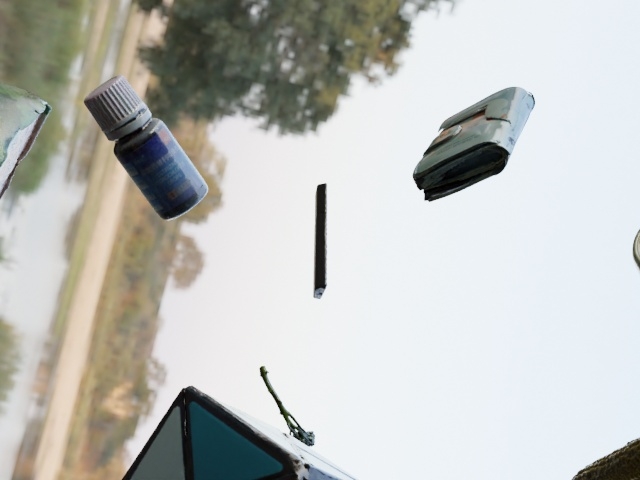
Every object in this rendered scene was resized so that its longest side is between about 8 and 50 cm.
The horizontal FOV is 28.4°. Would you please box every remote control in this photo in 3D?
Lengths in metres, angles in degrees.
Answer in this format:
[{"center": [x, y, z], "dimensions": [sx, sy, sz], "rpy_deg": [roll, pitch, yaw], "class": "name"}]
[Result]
[{"center": [0.000, 0.000, 2.560], "dimensions": [0.063, 0.025, 0.245], "rpy_deg": [103, -11, -61], "class": "remote control"}]

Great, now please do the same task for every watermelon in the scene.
[{"center": [-0.589, -0.117, 2.070], "dimensions": [0.222, 0.319, 0.292], "rpy_deg": [34, -78, 49], "class": "watermelon"}]

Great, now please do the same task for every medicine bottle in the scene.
[{"center": [-0.241, -0.128, 1.738], "dimensions": [0.083, 0.203, 0.083], "rpy_deg": [-32, -163, 11], "class": "medicine bottle"}]

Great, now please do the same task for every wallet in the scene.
[{"center": [0.259, -0.161, 2.110], "dimensions": [0.176, 0.075, 0.250], "rpy_deg": [-24, -163, 29], "class": "wallet"}]

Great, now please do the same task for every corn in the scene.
[{"center": [0.524, 0.414, 2.195], "dimensions": [0.310, 0.101, 0.101], "rpy_deg": [130, -25, -58], "class": "corn"}]

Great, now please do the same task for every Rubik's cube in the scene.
[{"center": [-0.098, 0.366, 1.633], "dimensions": [0.248, 0.250, 0.246], "rpy_deg": [-58, 141, -5], "class": "Rubik's cube"}]

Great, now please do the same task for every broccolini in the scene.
[{"center": [-0.068, 0.334, 2.507], "dimensions": [0.194, 0.054, 0.052], "rpy_deg": [63, 1, -9], "class": "broccolini"}]

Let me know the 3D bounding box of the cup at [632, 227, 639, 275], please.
[{"center": [0.664, 0.057, 2.083], "dimensions": [0.255, 0.202, 0.173], "rpy_deg": [-5, -135, 37], "class": "cup"}]
